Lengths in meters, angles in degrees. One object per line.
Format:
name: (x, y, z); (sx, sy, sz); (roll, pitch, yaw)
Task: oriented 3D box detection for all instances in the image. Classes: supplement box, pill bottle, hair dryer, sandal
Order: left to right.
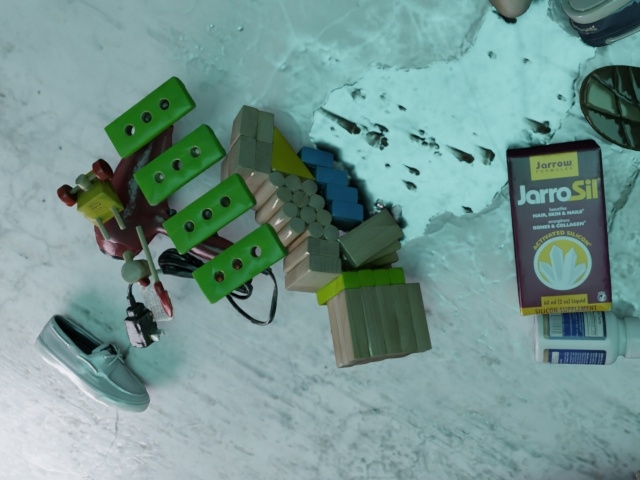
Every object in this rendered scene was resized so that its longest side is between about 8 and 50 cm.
hair dryer: (-0.183, -0.016, 1.047); (0.223, 0.080, 0.294); (-15, 102, 12)
supplement box: (0.275, -0.015, 0.941); (0.104, 0.081, 0.188); (-5, 101, 14)
pill bottle: (0.317, 0.115, 0.969); (0.120, 0.067, 0.067); (0, 103, 13)
sandal: (0.390, -0.139, 0.902); (0.219, 0.060, 0.090); (5, 95, -4)

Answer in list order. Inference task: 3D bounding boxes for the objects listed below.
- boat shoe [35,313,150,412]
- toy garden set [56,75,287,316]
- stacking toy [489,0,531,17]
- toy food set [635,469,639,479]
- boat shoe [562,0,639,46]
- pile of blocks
boat shoe: (-0.309, 0.168, 1.127); (0.184, 0.066, 0.063); (34, 109, 13)
toy garden set: (-0.180, -0.033, 0.963); (0.203, 0.049, 0.244); (-33, 84, 14)
stacking toy: (0.307, -0.373, 0.837); (0.330, 0.141, 0.141); (-29, 95, 10)
toy food set: (0.342, 0.381, 1.024); (0.217, 0.071, 0.128); (-24, 97, 16)
boat shoe: (0.383, -0.284, 0.843); (0.254, 0.095, 0.079); (-30, 139, 23)
pile of blocks: (0.000, 0.000, 1.008); (0.362, 0.148, 0.112); (58, 150, 4)
